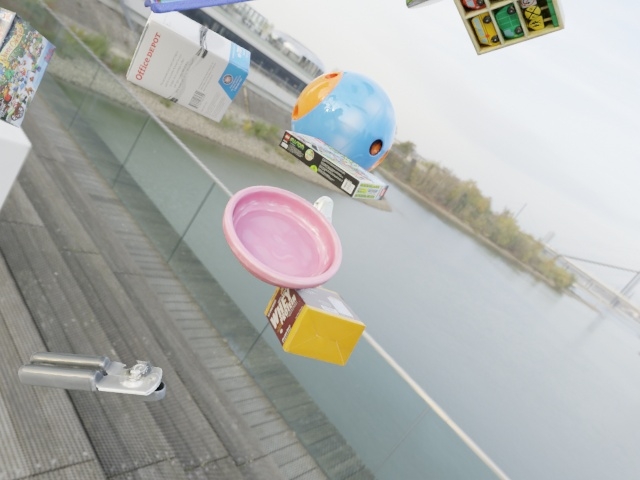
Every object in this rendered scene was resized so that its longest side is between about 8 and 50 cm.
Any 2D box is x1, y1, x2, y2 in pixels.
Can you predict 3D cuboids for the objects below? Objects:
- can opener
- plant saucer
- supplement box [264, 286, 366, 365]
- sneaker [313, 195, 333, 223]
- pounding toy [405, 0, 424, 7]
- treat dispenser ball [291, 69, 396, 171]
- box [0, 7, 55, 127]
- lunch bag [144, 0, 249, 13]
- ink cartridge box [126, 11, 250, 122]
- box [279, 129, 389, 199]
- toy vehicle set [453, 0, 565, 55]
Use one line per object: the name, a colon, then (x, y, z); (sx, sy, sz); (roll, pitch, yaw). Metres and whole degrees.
can opener: (-0.461, 0.290, 0.976); (0.283, 0.095, 0.076); (4, 29, 4)
plant saucer: (-0.104, 0.000, 1.250); (0.331, 0.084, 0.332); (21, 40, -19)
supplement box: (-0.020, 0.213, 1.292); (0.191, 0.129, 0.194); (22, 12, -29)
sneaker: (0.000, 0.000, 1.592); (0.118, 0.293, 0.110); (19, 5, 35)
pounding toy: (0.299, -0.672, 1.181); (0.237, 0.182, 0.110); (-140, -149, -75)
treat dispenser ball: (0.062, -0.315, 1.308); (0.288, 0.288, 0.288); (33, 14, -9)
box: (-0.751, -0.410, 1.155); (0.044, 0.233, 0.159); (21, -4, 3)
lunch bag: (-0.105, -0.439, 0.629); (0.292, 0.221, 0.138); (-15, 33, -17)
ink cartridge box: (-0.249, -0.334, 0.910); (0.190, 0.139, 0.082); (22, 45, -27)
box: (0.026, -0.149, 0.944); (0.207, 0.036, 0.114); (39, 23, 28)
toy vehicle set: (0.321, -0.472, 0.858); (0.165, 0.035, 0.267); (-6, -37, 38)
